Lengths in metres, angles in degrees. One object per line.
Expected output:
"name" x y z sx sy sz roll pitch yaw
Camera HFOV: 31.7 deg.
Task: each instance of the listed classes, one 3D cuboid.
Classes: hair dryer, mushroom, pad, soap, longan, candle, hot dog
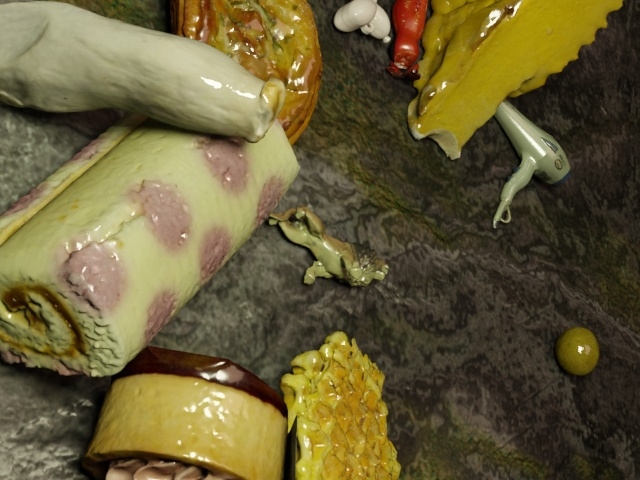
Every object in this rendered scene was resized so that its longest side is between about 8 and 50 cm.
"hair dryer" 0.288 -0.128 1.745 0.199 0.067 0.167 -33 92 -32
"mushroom" -0.200 -0.163 1.081 0.109 0.352 0.097 81 29 -49
"pad" -0.040 0.279 1.136 0.009 0.265 0.159 5 68 -5
"soap" 0.302 -0.293 1.588 0.169 0.339 0.304 35 53 -31
"longan" 0.397 0.170 1.726 0.083 0.075 0.075 16 66 -47
"candle" 0.139 -0.378 1.666 0.051 0.048 0.329 43 47 -46
"hot dog" -0.096 -0.232 1.320 0.196 0.122 0.272 8 72 -37

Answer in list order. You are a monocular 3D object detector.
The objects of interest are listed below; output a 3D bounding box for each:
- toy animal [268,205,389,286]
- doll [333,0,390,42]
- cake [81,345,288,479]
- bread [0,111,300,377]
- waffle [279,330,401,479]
"toy animal" 0.000 0.011 1.377 0.220 0.069 0.086 36 32 -39
"doll" 0.054 -0.355 1.560 0.161 0.059 0.160 43 50 -28
"cake" -0.137 0.224 1.069 0.207 0.185 0.178 51 42 -38
"bread" -0.179 -0.015 1.113 0.338 0.187 0.155 -51 131 -43
"waffle" 0.029 0.242 1.292 0.291 0.051 0.291 39 45 -54
